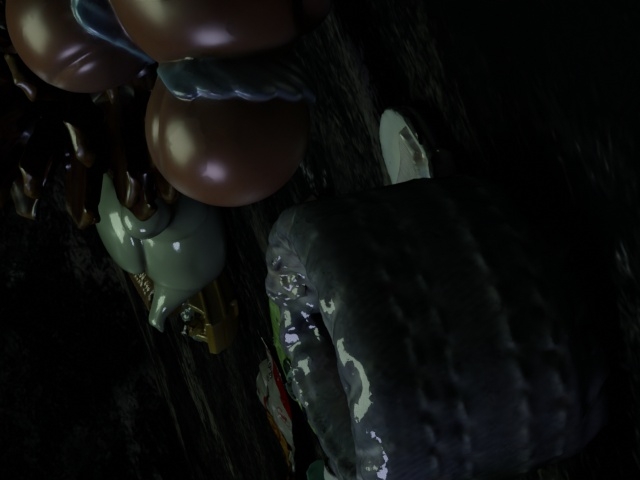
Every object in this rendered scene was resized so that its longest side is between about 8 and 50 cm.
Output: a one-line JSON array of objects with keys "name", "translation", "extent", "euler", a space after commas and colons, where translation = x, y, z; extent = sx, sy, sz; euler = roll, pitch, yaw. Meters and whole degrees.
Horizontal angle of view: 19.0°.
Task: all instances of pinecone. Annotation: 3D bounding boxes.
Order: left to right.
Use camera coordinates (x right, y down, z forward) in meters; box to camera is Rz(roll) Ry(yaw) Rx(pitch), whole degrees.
[{"name": "pinecone", "translation": [-0.285, -0.176, 2.031], "extent": [0.384, 0.384, 0.384], "euler": [161, 90, -78]}]

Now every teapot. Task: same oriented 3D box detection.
[{"name": "teapot", "translation": [-0.200, -0.049, 2.341], "extent": [0.318, 0.149, 0.220], "euler": [93, 154, -63]}]

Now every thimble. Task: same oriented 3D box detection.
[{"name": "thimble", "translation": [0.072, 0.062, 1.229], "extent": [0.236, 0.172, 0.205], "euler": [161, 95, -78]}]

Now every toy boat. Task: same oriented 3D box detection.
[{"name": "toy boat", "translation": [-0.200, 0.029, 2.545], "extent": [0.089, 0.115, 0.310], "euler": [85, 161, -50]}]

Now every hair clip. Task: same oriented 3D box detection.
[{"name": "hair clip", "translation": [0.067, -0.037, 1.399], "extent": [0.116, 0.049, 0.172], "euler": [59, 161, 29]}]

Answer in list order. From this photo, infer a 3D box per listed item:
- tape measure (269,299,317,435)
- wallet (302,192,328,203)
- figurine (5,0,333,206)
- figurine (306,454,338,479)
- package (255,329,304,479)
[{"name": "tape measure", "translation": [0.009, 0.126, 1.815], "extent": [0.154, 0.087, 0.177], "euler": [59, 169, 27]}, {"name": "wallet", "translation": [0.000, 0.000, 1.823], "extent": [0.156, 0.018, 0.082], "euler": [138, 112, -77]}, {"name": "figurine", "translation": [-0.085, -0.225, 1.382], "extent": [0.276, 0.248, 0.388], "euler": [42, 162, 16]}, {"name": "figurine", "translation": [0.038, 0.301, 1.928], "extent": [0.138, 0.110, 0.245], "euler": [38, 148, 25]}, {"name": "package", "translation": [-0.048, 0.214, 2.348], "extent": [0.239, 0.030, 0.154], "euler": [95, 155, -65]}]
